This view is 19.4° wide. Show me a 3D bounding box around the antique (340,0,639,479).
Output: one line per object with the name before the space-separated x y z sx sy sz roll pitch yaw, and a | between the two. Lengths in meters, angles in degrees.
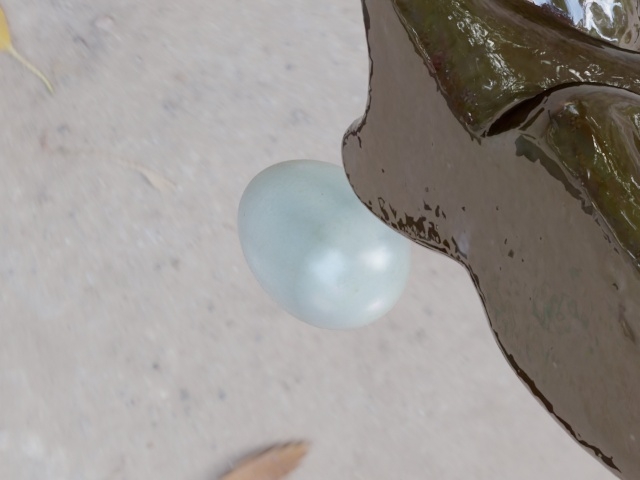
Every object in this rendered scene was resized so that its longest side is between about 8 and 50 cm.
antique | 0.110 -0.032 0.664 0.143 0.257 0.121 -24 143 -25

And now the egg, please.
egg | 0.000 0.000 1.849 0.151 0.209 0.151 -23 135 -25
